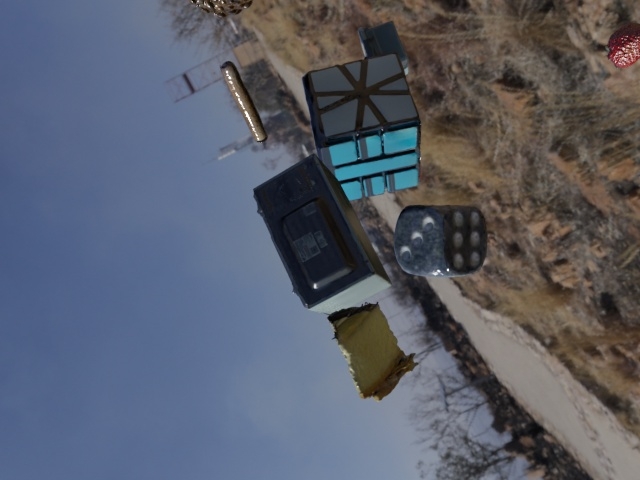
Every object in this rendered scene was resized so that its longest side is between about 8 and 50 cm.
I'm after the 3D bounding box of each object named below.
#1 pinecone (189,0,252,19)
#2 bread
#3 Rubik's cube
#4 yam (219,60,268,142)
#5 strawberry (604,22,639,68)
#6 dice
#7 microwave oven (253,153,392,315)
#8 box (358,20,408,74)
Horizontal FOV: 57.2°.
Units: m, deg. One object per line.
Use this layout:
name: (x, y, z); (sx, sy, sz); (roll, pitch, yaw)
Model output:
pinecone: (-0.275, -0.754, 1.644); (0.243, 0.243, 0.257); (61, 179, -41)
bread: (0.066, 0.198, 1.026); (0.152, 0.127, 0.147); (-15, 106, 55)
Rubik's cube: (0.120, -0.312, 1.657); (0.283, 0.288, 0.293); (76, -179, -55)
yam: (-0.203, -0.369, 1.576); (0.264, 0.046, 0.046); (66, -178, -47)
strawberry: (1.031, -0.655, 1.957); (0.131, 0.148, 0.131); (24, -132, -30)
dice: (0.309, -0.002, 1.511); (0.183, 0.181, 0.182); (6, 98, 55)
microwave oven: (0.000, 0.000, 1.293); (0.295, 0.181, 0.237); (64, -169, 17)
box: (0.194, -0.580, 1.840); (0.227, 0.130, 0.162); (-1, -110, -81)
